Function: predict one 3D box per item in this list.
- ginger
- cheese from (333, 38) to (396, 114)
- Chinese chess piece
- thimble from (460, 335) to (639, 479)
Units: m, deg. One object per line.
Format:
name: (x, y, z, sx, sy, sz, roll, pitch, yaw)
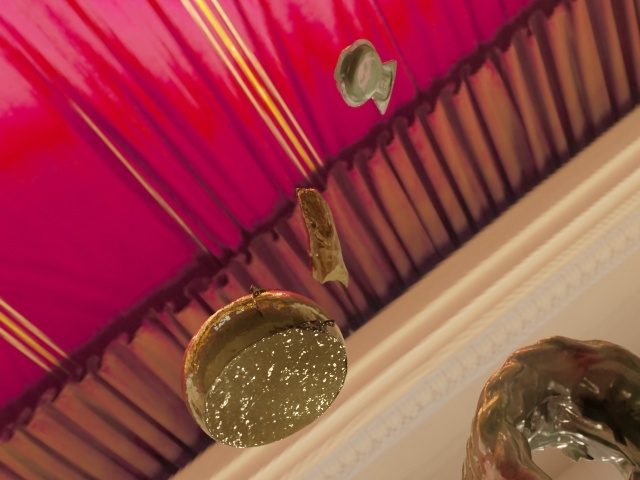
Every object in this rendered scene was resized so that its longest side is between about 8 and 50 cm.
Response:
ginger: (0.002, 0.003, 1.087, 0.044, 0.137, 0.057, -2, -141, 14)
cheese: (0.047, -0.165, 0.970, 0.026, 0.120, 0.067, 17, -85, 29)
Chinese chess piece: (-0.072, 0.170, 1.284, 0.237, 0.238, 0.092, -36, -135, 0)
thimble: (0.205, 0.192, 0.742, 0.185, 0.149, 0.211, 5, -133, 5)
